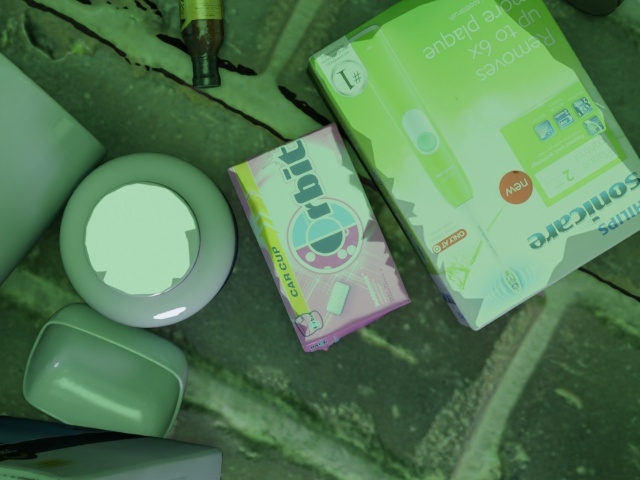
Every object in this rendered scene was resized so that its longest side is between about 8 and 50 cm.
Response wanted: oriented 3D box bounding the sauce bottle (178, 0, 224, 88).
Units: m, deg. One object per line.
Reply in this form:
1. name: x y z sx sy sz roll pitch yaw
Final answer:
1. sauce bottle: -0.109 -0.204 1.646 0.042 0.042 0.128 -4 88 -2

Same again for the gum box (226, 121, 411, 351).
1. gum box: 0.000 0.000 1.638 0.107 0.062 0.188 -23 90 -1

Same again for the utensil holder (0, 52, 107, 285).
1. utensil holder: -0.412 -0.026 1.501 0.327 0.327 0.385 41 87 -1

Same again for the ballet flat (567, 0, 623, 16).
1. ballet flat: 0.186 -0.302 1.635 0.250 0.084 0.058 38 63 -10

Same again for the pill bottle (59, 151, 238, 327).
1. pill bottle: -0.144 0.000 1.534 0.146 0.264 0.146 0 90 -1

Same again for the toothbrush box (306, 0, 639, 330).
1. toothbrush box: 0.145 -0.092 1.615 0.206 0.122 0.283 -31 92 -1

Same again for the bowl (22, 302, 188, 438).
1. bowl: -0.188 0.118 1.612 0.142 0.142 0.053 25 45 -1

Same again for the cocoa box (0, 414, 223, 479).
1. cocoa box: -0.252 0.274 1.469 0.228 0.347 0.231 6 89 17
